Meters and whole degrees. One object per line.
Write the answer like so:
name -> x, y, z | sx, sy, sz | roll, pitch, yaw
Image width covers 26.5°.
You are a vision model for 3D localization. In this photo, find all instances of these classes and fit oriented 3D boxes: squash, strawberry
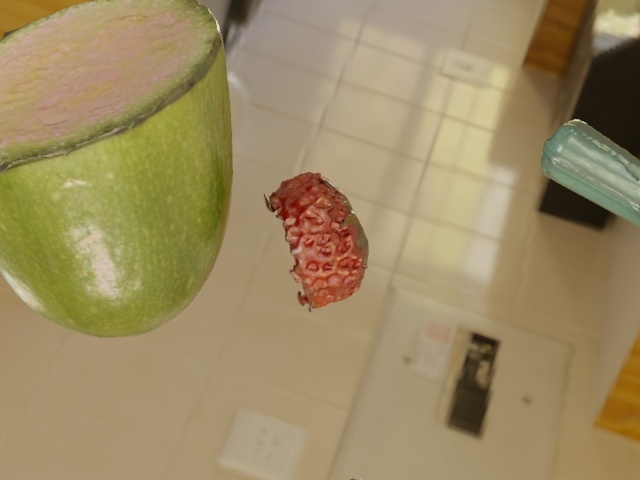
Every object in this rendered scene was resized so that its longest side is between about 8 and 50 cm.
squash -> -0.194, -0.041, 1.350 | 0.310, 0.310, 0.309 | -69, 146, -49
strawberry -> 0.000, 0.000, 1.383 | 0.145, 0.086, 0.145 | 63, -7, 14

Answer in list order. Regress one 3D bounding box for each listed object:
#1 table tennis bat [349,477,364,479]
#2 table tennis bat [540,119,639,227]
table tennis bat -> 0.122, 0.381, 1.737 | 0.038, 0.237, 0.149 | -34, 144, -34
table tennis bat -> 0.205, -0.001, 0.716 | 0.124, 0.201, 0.033 | -40, 160, -50
